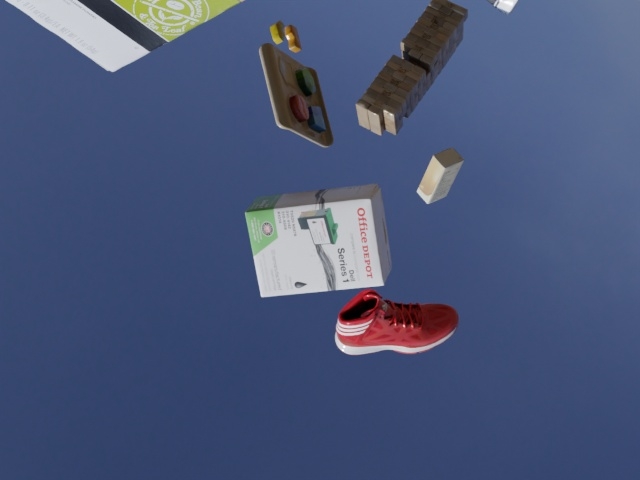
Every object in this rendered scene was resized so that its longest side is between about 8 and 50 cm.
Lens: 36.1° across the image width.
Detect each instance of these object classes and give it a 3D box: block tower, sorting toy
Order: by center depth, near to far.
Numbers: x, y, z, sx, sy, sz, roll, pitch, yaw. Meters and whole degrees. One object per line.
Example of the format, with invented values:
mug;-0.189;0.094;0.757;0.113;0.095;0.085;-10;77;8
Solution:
block tower;0.208;-0.387;2.195;0.091;0.097;0.335;30;-107;18
sorting toy;-0.058;-0.380;2.280;0.229;0.041;0.307;12;-119;-60

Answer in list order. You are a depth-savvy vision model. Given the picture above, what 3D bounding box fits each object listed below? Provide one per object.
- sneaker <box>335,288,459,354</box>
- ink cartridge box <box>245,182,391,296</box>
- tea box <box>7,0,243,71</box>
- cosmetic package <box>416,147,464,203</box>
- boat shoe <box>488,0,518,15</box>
sneaker;0.134;0.135;1.685;0.221;0.128;0.087;-13;-120;-5
ink cartridge box;0.000;0.000;1.663;0.219;0.160;0.092;-7;-163;13
tea box;-0.266;-0.435;1.249;0.329;0.323;0.220;31;-134;-47
cosmetic package;0.249;-0.135;2.046;0.060;0.115;0.041;-22;-119;-32
boat shoe;0.365;-0.526;1.637;0.102;0.301;0.108;37;-150;2
